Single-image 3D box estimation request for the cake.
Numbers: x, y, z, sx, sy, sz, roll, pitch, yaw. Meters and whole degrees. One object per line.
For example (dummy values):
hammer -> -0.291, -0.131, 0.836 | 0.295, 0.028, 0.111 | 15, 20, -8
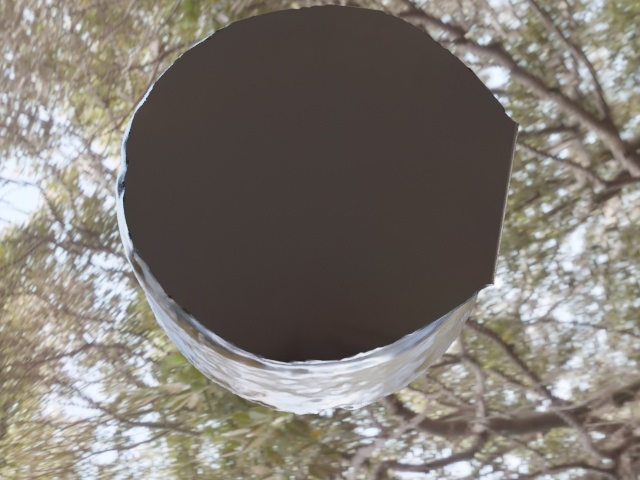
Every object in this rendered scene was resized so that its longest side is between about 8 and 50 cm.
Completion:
cake -> 0.000, 0.000, 0.585 | 0.207, 0.178, 0.185 | 37, -105, 21
